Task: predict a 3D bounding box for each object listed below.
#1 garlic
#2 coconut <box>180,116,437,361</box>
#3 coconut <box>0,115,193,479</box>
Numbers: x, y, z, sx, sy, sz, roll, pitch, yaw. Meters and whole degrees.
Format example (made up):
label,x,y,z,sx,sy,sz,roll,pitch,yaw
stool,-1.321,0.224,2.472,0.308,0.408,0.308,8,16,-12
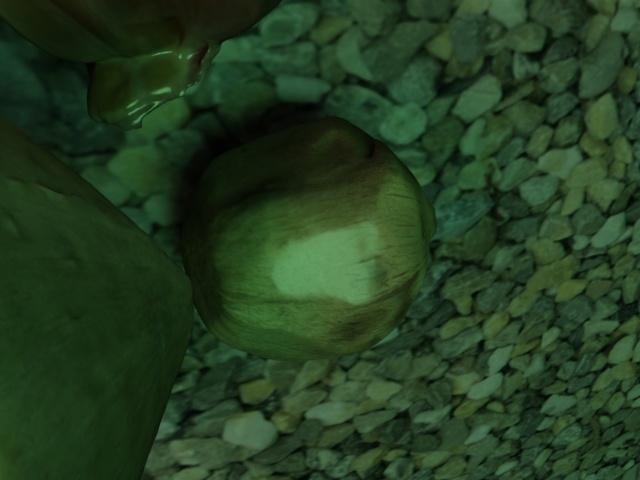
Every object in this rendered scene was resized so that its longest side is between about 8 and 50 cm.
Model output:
label,x,y,z,sx,sy,sz,roll,pitch,yaw
garlic,-0.110,-0.221,0.510,0.237,0.210,0.292,0,138,6
coconut,0.000,0.000,0.712,0.224,0.224,0.224,-20,134,-22
coconut,-0.266,0.080,0.470,0.415,0.415,0.345,-15,107,-27
